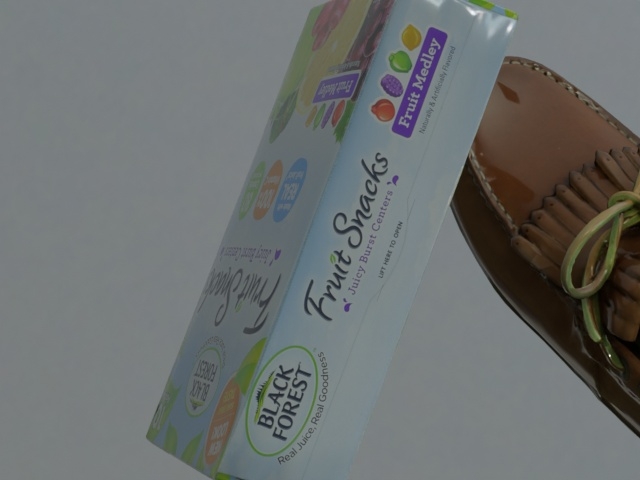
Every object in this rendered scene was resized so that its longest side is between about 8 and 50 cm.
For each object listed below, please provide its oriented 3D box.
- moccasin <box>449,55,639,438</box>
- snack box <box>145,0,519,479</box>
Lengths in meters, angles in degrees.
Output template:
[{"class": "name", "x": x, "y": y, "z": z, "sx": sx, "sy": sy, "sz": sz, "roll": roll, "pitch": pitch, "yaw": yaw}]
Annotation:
[{"class": "moccasin", "x": 0.196, "y": 0.035, "z": 1.125, "sx": 0.139, "sy": 0.380, "sz": 0.147, "roll": -23, "pitch": -27, "yaw": -15}, {"class": "snack box", "x": 0.000, "y": 0.000, "z": 0.555, "sx": 0.037, "sy": 0.141, "sz": 0.100, "roll": 22, "pitch": -5, "yaw": -13}]
